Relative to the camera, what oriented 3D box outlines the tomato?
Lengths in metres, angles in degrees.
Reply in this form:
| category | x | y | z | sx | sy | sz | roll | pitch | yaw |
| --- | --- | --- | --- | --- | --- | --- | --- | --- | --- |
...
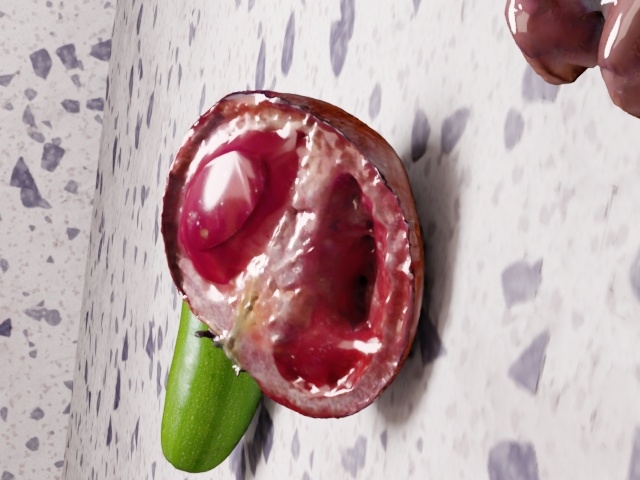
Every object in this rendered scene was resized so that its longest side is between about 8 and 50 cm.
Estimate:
| category | x | y | z | sx | sy | sz | roll | pitch | yaw |
| --- | --- | --- | --- | --- | --- | --- | --- | --- | --- |
| tomato | 0.000 | 0.000 | 0.680 | 0.189 | 0.099 | 0.173 | 45 | 124 | 15 |

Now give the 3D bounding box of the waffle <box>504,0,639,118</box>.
| category | x | y | z | sx | sy | sz | roll | pitch | yaw |
| --- | --- | --- | --- | --- | --- | --- | --- | --- | --- |
| waffle | 0.109 | -0.147 | 0.283 | 0.221 | 0.055 | 0.234 | -8 | 87 | 43 |

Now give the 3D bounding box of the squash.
| category | x | y | z | sx | sy | sz | roll | pitch | yaw |
| --- | --- | --- | --- | --- | --- | --- | --- | --- | --- |
| squash | -0.073 | 0.071 | 0.899 | 0.082 | 0.082 | 0.293 | -114 | 32 | -57 |
